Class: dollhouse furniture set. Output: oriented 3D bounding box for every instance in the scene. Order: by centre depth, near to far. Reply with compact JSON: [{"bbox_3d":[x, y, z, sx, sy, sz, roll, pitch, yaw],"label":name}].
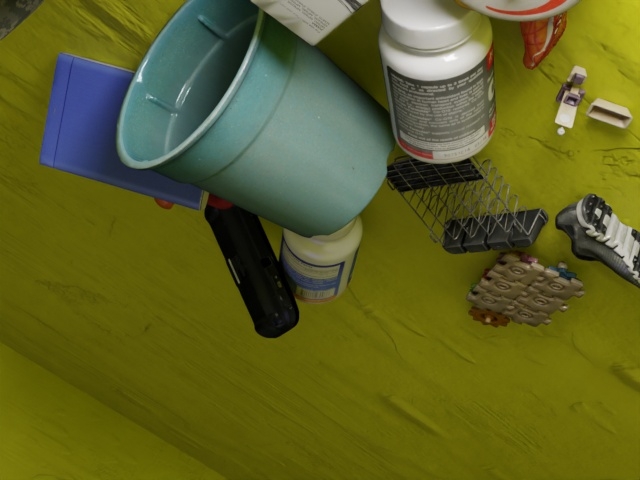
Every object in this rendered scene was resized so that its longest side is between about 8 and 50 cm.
[{"bbox_3d":[0.404,-0.186,1.676,0.114,0.081,0.091,20,151,3],"label":"dollhouse furniture set"}]

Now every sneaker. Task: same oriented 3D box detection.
[{"bbox_3d":[0.303,-0.308,1.577,0.067,0.064,0.175,34,150,20],"label":"sneaker"},{"bbox_3d":[0.491,0.009,1.960,0.234,0.078,0.106,40,149,-23],"label":"sneaker"}]

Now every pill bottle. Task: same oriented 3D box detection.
[{"bbox_3d":[0.169,-0.254,1.637,0.161,0.161,0.283,12,150,17],"label":"pill bottle"},{"bbox_3d":[0.000,0.000,2.186,0.152,0.152,0.272,19,150,5],"label":"pill bottle"}]

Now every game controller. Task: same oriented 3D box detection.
[{"bbox_3d":[-0.139,0.040,2.266,0.319,0.067,0.166,66,157,8],"label":"game controller"}]

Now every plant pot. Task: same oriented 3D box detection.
[{"bbox_3d":[-0.082,-0.185,1.781,0.334,0.341,0.341,31,151,-33],"label":"plant pot"}]

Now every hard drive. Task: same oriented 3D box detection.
[{"bbox_3d":[-0.339,-0.197,2.055,0.319,0.210,0.040,16,-166,10],"label":"hard drive"}]

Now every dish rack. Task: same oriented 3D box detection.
[{"bbox_3d":[0.246,-0.075,1.984,0.208,0.074,0.271,-8,138,40],"label":"dish rack"}]

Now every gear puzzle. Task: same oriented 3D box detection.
[{"bbox_3d":[0.385,0.104,2.229,0.176,0.044,0.339,21,154,-3],"label":"gear puzzle"}]

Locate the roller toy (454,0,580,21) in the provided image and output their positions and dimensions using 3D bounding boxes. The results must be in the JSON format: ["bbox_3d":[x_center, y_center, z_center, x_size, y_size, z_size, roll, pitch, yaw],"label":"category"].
[{"bbox_3d":[0.243,-0.366,1.391,0.209,0.146,0.191,-1,151,26],"label":"roller toy"}]

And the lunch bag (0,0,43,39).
[{"bbox_3d":[-0.565,-0.475,1.720,0.256,0.212,0.305,32,153,15],"label":"lunch bag"}]

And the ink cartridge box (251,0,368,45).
[{"bbox_3d":[0.048,-0.397,1.437,0.114,0.197,0.273,33,148,-18],"label":"ink cartridge box"}]

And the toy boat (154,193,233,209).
[{"bbox_3d":[-0.263,-0.117,2.145,0.231,0.151,0.151,14,137,14],"label":"toy boat"}]
